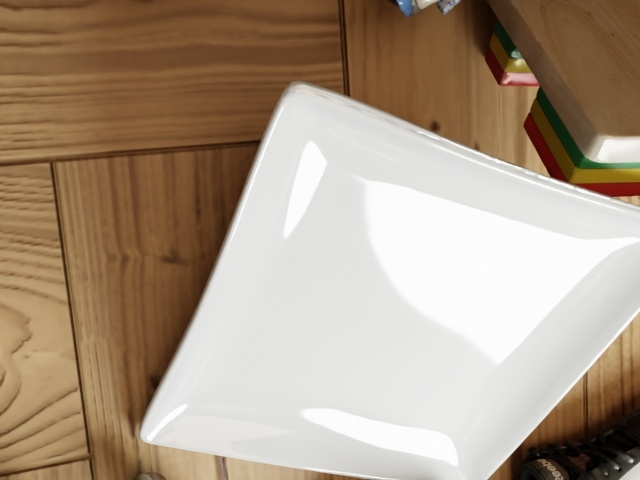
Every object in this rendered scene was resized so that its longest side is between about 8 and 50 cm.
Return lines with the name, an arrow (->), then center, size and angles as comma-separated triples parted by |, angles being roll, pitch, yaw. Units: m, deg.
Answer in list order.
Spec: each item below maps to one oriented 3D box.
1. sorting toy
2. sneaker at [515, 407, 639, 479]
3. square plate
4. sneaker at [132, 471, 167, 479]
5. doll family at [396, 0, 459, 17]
sorting toy -> 0.281, -0.138, 0.578 | 0.255, 0.257, 0.089 | -2, 138, -11
sneaker -> 0.279, 0.245, 0.685 | 0.276, 0.097, 0.135 | -42, 110, -7
square plate -> 0.066, 0.071, 0.554 | 0.344, 0.049, 0.347 | 15, 123, -20
sneaker -> -0.105, 0.270, 0.592 | 0.071, 0.066, 0.188 | -26, 110, -30
doll family -> 0.123, -0.280, 0.532 | 0.163, 0.118, 0.263 | -21, 70, 19
